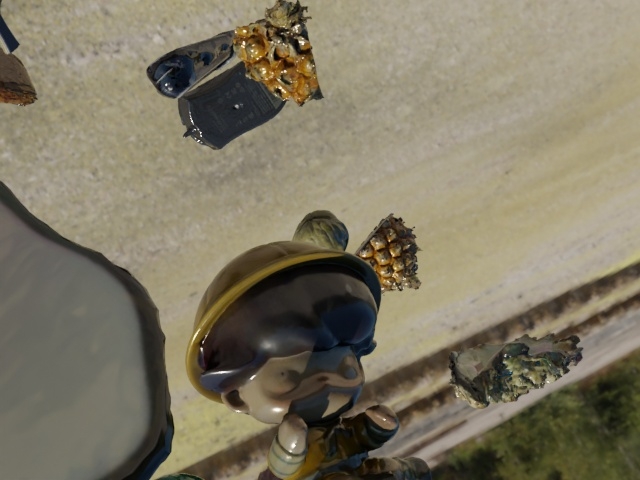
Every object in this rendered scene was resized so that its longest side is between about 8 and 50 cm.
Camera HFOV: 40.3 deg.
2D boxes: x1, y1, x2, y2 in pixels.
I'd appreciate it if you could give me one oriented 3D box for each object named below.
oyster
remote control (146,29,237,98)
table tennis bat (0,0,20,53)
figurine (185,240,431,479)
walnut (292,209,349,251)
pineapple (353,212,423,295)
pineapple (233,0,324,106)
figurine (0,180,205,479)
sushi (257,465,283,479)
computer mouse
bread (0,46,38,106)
[{"bbox_3d":[0.310,0.203,1.416,0.198,0.092,0.259,-9,179,36],"label":"oyster"},{"bbox_3d":[-0.191,-0.288,1.416,0.090,0.066,0.266,-22,-168,27],"label":"remote control"},{"bbox_3d":[-0.385,-0.279,0.981,0.095,0.014,0.158,-55,147,-28],"label":"table tennis bat"},{"bbox_3d":[-0.018,0.126,0.772,0.192,0.257,0.167,1,159,-44],"label":"figurine"},{"bbox_3d":[0.000,0.000,1.250,0.092,0.092,0.092,-25,161,-9],"label":"walnut"},{"bbox_3d":[0.132,0.048,1.636,0.161,0.137,0.176,-50,179,-31],"label":"pineapple"},{"bbox_3d":[-0.030,-0.194,0.835,0.077,0.114,0.114,-42,168,-22],"label":"pineapple"},{"bbox_3d":[-0.210,0.132,0.421,0.323,0.231,0.340,16,139,-18],"label":"figurine"},{"bbox_3d":[0.026,0.387,1.079,0.171,0.236,0.270,-47,126,8],"label":"sushi"},{"bbox_3d":[-0.188,-0.301,1.872,0.264,0.088,0.147,-31,118,0],"label":"computer mouse"},{"bbox_3d":[-0.529,-0.275,1.423,0.126,0.129,0.044,6,127,-37],"label":"bread"}]
